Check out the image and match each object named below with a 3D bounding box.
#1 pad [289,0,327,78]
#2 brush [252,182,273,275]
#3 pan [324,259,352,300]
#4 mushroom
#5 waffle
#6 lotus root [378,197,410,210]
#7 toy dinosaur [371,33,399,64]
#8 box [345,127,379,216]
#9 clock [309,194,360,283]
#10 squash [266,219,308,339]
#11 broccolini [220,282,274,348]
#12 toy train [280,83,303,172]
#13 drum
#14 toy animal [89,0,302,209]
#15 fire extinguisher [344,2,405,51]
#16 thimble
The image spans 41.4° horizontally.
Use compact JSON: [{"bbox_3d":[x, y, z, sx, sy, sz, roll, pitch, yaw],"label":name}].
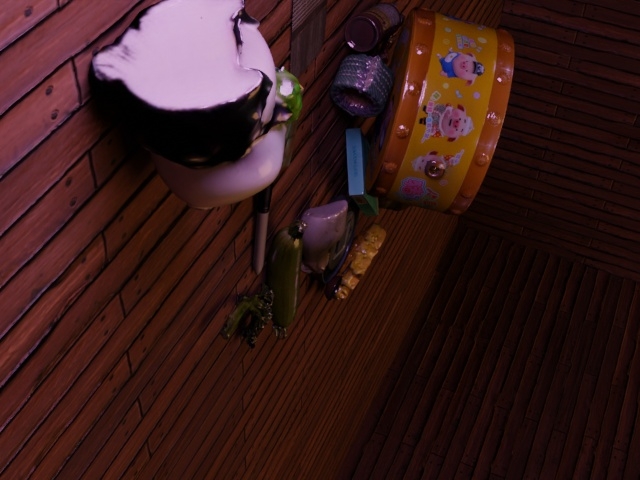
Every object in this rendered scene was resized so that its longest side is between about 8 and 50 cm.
[{"bbox_3d":[0.038,-0.454,1.547,0.323,0.055,0.250,-36,145,-35],"label":"pad"},{"bbox_3d":[-0.108,-0.045,1.570,0.042,0.039,0.299,-113,-155,-48],"label":"brush"},{"bbox_3d":[0.042,0.094,2.094,0.115,0.023,0.068,-59,169,-6],"label":"pan"},{"bbox_3d":[0.000,0.000,1.874,0.116,0.093,0.225,-25,145,-35],"label":"mushroom"},{"bbox_3d":[0.083,0.066,2.199,0.160,0.055,0.211,-43,-167,52],"label":"waffle"},{"bbox_3d":[0.204,-0.177,2.246,0.275,0.152,0.160,108,-20,-64],"label":"lotus root"},{"bbox_3d":[0.149,-0.438,2.003,0.220,0.032,0.108,-52,159,-45],"label":"toy dinosaur"},{"bbox_3d":[0.102,-0.159,2.046,0.229,0.041,0.162,39,47,-74],"label":"box"},{"bbox_3d":[0.033,-0.005,2.083,0.226,0.049,0.226,19,90,-76],"label":"clock"},{"bbox_3d":[-0.072,0.071,1.739,0.071,0.080,0.318,-33,145,-40],"label":"squash"},{"bbox_3d":[-0.149,0.164,1.621,0.271,0.062,0.123,-31,123,-75],"label":"broccolini"},{"bbox_3d":[-0.090,-0.180,1.345,0.072,0.099,0.188,-43,147,-62],"label":"toy train"},{"bbox_3d":[0.245,-0.270,1.818,0.431,0.214,0.431,-167,-90,-86],"label":"drum"},{"bbox_3d":[-0.127,-0.159,1.035,0.267,0.212,0.212,61,50,-65],"label":"toy animal"},{"bbox_3d":[0.118,-0.456,1.820,0.106,0.075,0.252,-48,-179,33],"label":"fire extinguisher"},{"bbox_3d":[0.086,-0.322,1.757,0.135,0.118,0.090,55,50,-65],"label":"thimble"}]
